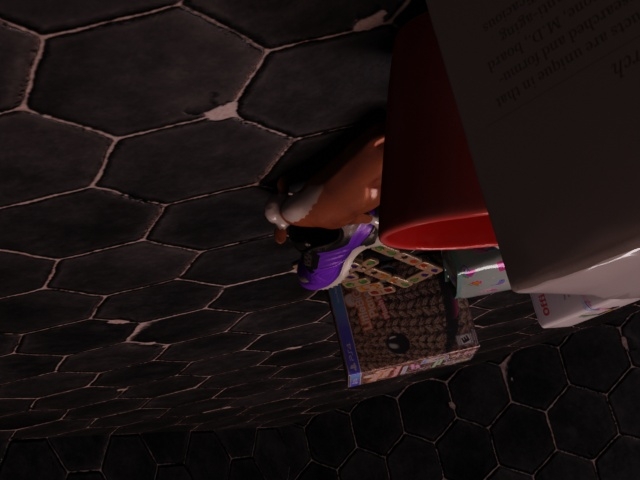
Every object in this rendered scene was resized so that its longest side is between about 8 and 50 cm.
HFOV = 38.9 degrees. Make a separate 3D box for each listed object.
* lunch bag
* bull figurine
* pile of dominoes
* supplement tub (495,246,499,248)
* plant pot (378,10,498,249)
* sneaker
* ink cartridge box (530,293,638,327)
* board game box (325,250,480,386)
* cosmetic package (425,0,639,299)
[{"bbox_3d":[0.358,0.027,1.822,0.223,0.160,0.262,-15,156,3],"label":"lunch bag"},{"bbox_3d":[0.053,-0.082,1.366,0.188,0.101,0.310,-1,160,-39],"label":"bull figurine"},{"bbox_3d":[0.092,0.067,1.820,0.251,0.040,0.196,21,146,-31],"label":"pile of dominoes"},{"bbox_3d":[0.351,-0.077,1.423,0.199,0.144,0.144,-26,159,38],"label":"supplement tub"},{"bbox_3d":[0.191,-0.127,1.037,0.274,0.243,0.275,-4,172,-1],"label":"plant pot"},{"bbox_3d":[0.000,-0.001,1.593,0.146,0.102,0.293,2,152,-29],"label":"sneaker"},{"bbox_3d":[0.599,0.058,2.009,0.117,0.201,0.278,2,156,-40],"label":"ink cartridge box"},{"bbox_3d":[0.175,0.171,1.999,0.290,0.232,0.141,-13,161,-3],"label":"board game box"},{"bbox_3d":[0.326,-0.184,0.776,0.329,0.394,0.327,3,156,-43],"label":"cosmetic package"}]
